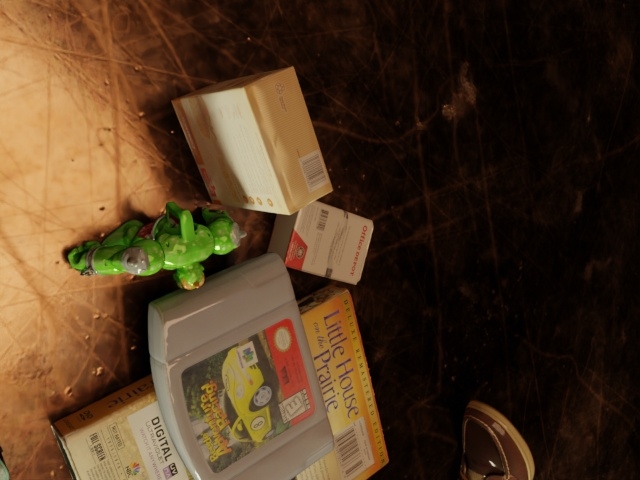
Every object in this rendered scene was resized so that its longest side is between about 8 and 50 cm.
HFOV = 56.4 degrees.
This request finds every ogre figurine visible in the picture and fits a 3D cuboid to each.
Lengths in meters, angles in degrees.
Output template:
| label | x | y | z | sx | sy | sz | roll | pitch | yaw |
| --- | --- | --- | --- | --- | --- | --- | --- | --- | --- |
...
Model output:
| label | x | y | z | sx | sy | sz | roll | pitch | yaw |
| --- | --- | --- | --- | --- | --- | --- | --- | --- | --- |
| ogre figurine | -0.174 | 0.003 | 0.688 | 0.197 | 0.118 | 0.097 | 6 | 92 | -36 |

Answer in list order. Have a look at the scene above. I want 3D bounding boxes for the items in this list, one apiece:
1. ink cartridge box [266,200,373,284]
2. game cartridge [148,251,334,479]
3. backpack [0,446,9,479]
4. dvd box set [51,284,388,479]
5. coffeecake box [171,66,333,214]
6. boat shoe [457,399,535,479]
| label | x | y | z | sx | sy | sz | roll | pitch | yaw |
| --- | --- | --- | --- | --- | --- | --- | --- | --- | --- |
| ink cartridge box | 0.000 | 0.000 | 0.855 | 0.135 | 0.056 | 0.099 | 18 | 86 | -36 |
| game cartridge | -0.097 | 0.184 | 0.738 | 0.196 | 0.060 | 0.294 | -23 | 108 | -28 |
| backpack | -0.402 | 0.215 | 0.534 | 0.188 | 0.144 | 0.166 | -29 | 118 | -27 |
| dvd box set | -0.101 | 0.280 | 0.815 | 0.420 | 0.062 | 0.308 | -25 | 110 | -31 |
| coffeecake box | -0.084 | -0.113 | 0.696 | 0.068 | 0.185 | 0.142 | -32 | 114 | -29 |
| boat shoe | 0.319 | 0.457 | 1.120 | 0.123 | 0.123 | 0.342 | -34 | 121 | -30 |
